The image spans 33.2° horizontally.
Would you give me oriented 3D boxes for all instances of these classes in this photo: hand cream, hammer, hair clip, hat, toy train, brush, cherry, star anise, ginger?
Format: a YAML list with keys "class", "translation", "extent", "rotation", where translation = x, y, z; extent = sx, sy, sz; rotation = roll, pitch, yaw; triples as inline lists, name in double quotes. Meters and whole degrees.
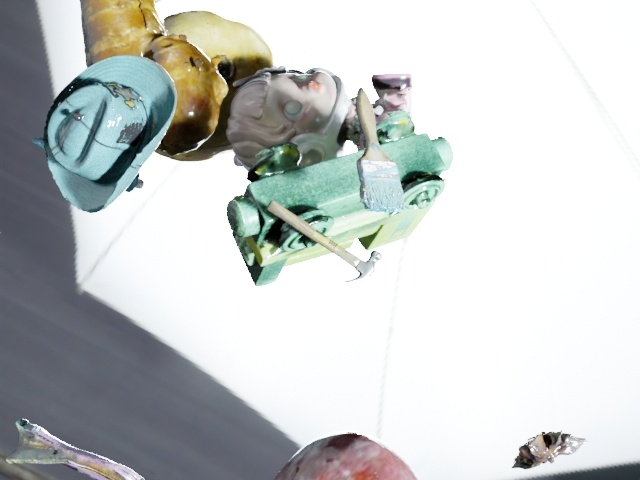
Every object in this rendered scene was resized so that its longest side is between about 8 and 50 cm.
- class: "hand cream"
  translation: [-0.434, -0.148, 2.031]
  extent: [0.083, 0.224, 0.048]
  rotation: [2, -109, 59]
- class: "hammer"
  translation: [0.000, 0.000, 1.537]
  extent: [0.062, 0.182, 0.017]
  rotation: [-59, -169, -11]
- class: "hair clip"
  translation: [-0.475, 0.443, 2.125]
  extent: [0.096, 0.359, 0.110]
  rotation: [-25, 120, -57]
- class: "hat"
  translation: [-0.246, -0.120, 1.167]
  extent: [0.191, 0.138, 0.078]
  rotation: [-48, 156, 17]
- class: "toy train"
  translation: [0.024, -0.059, 1.719]
  extent: [0.397, 0.160, 0.253]
  rotation: [-18, 160, -25]
- class: "brush"
  translation: [0.072, -0.129, 1.497]
  extent: [0.021, 0.070, 0.196]
  rotation: [-44, -130, 53]
- class: "cherry"
  translation: [0.023, 0.375, 1.311]
  extent: [0.213, 0.236, 0.285]
  rotation: [27, 76, -69]
- class: "star anise"
  translation: [0.408, 0.362, 1.882]
  extent: [0.124, 0.129, 0.056]
  rotation: [102, -25, -56]
- class: "ginger"
  translation: [-0.295, -0.318, 1.862]
  extent: [0.176, 0.254, 0.418]
  rotation: [81, -8, -61]

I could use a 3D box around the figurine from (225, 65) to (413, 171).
- class: "figurine"
  translation: [0.000, -0.201, 1.994]
  extent: [0.253, 0.361, 0.211]
  rotation: [-74, 167, -59]

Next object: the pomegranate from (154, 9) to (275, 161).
- class: "pomegranate"
  translation: [-0.239, -0.313, 2.233]
  extent: [0.332, 0.333, 0.332]
  rotation: [-61, -176, 7]
